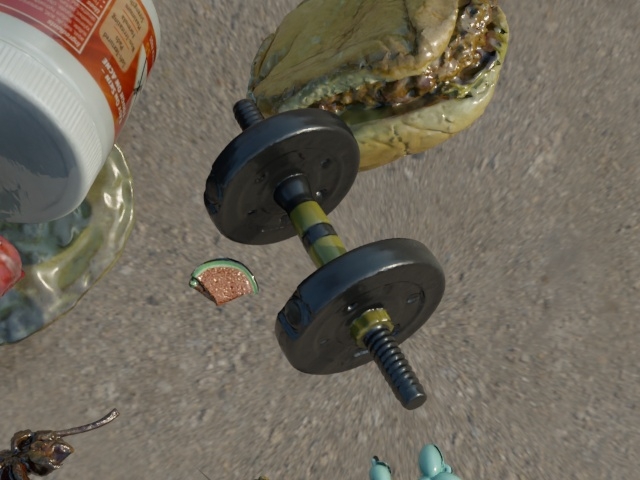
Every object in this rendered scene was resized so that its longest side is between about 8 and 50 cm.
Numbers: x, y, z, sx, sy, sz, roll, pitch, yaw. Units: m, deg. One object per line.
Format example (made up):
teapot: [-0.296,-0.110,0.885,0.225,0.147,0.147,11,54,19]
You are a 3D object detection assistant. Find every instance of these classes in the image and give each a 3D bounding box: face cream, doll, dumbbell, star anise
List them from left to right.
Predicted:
face cream: [-0.258,-0.146,0.874,0.201,0.201,0.187,13,53,5]
star anise: [-0.438,0.323,1.560,0.177,0.234,0.073,-11,101,27]
dumbbell: [0.000,0.000,0.839,0.143,0.143,0.325,-32,60,1]
doll: [0.139,0.379,1.554,0.159,0.059,0.159,11,52,21]

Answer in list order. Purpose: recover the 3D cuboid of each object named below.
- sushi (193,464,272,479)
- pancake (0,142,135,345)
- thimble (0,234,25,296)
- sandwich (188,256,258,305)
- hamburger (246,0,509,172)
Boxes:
sushi: [-0.002,0.371,1.198,0.050,0.264,0.290,-45,114,-16]
pancake: [-0.339,-0.031,1.074,0.294,0.049,0.295,-3,100,-19]
thimble: [-0.331,0.056,0.775,0.125,0.163,0.190,41,66,-12]
sandwich: [-0.148,0.060,1.530,0.101,0.026,0.069,-16,94,-21]
hamburger: [0.063,-0.188,1.089,0.144,0.283,0.260,48,46,-28]
